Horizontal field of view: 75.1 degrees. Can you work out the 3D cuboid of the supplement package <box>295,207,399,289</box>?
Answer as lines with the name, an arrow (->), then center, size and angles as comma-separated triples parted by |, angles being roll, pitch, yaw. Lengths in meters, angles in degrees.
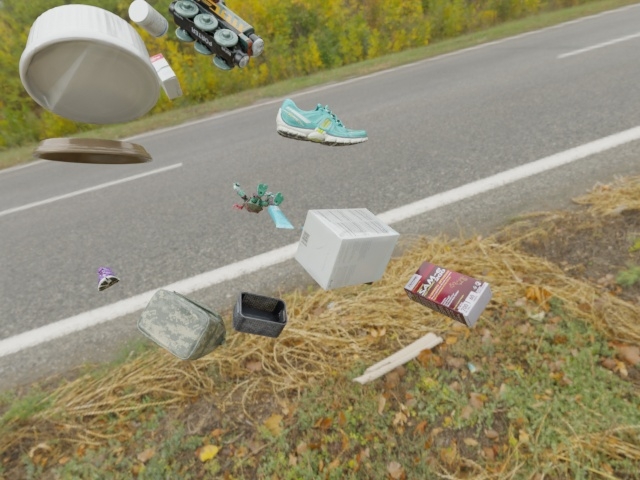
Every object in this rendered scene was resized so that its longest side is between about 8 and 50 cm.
supplement package -> 0.090, 0.021, 1.441 | 0.263, 0.199, 0.198 | -5, 35, -37

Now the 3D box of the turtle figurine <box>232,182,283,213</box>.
turtle figurine -> -0.255, -0.166, 1.654 | 0.175, 0.118, 0.234 | 8, -6, -35

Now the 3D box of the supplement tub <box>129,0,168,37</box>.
supplement tub -> -0.534, -0.689, 1.298 | 0.071, 0.070, 0.107 | -6, -1, 14

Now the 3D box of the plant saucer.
plant saucer -> -0.587, -0.230, 1.085 | 0.278, 0.041, 0.278 | 0, 4, 0

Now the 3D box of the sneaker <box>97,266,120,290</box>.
sneaker -> -0.699, 0.119, 1.348 | 0.068, 0.071, 0.170 | -35, 10, -23

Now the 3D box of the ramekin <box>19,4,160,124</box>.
ramekin -> -0.511, -0.393, 0.934 | 0.273, 0.127, 0.273 | -14, -18, -5

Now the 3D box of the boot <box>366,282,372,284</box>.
boot -> 0.176, 0.088, 1.895 | 0.236, 0.085, 0.178 | 21, 70, 37

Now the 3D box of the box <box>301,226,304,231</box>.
box -> 0.000, 0.000, 1.712 | 0.060, 0.100, 0.244 | -29, 21, -11

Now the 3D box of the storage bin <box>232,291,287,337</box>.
storage bin -> -0.220, 0.271, 1.514 | 0.180, 0.084, 0.122 | 16, 34, -23

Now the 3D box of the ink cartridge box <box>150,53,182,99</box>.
ink cartridge box -> -0.650, -0.687, 1.750 | 0.063, 0.109, 0.150 | -29, 70, -14

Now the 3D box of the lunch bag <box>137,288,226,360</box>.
lunch bag -> -0.568, 0.354, 1.753 | 0.305, 0.256, 0.212 | 25, 78, 16

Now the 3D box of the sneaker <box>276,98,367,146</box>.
sneaker -> 0.014, -0.329, 1.182 | 0.276, 0.109, 0.107 | 7, 7, -21

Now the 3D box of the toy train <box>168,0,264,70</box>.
toy train -> -0.353, -0.725, 1.427 | 0.334, 0.142, 0.190 | 38, 59, 7

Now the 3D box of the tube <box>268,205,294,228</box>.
tube -> -0.188, -0.102, 1.896 | 0.080, 0.052, 0.207 | -2, 27, -22

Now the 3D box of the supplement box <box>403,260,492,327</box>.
supplement box -> 0.404, 0.165, 1.331 | 0.239, 0.073, 0.130 | 21, 64, 47
